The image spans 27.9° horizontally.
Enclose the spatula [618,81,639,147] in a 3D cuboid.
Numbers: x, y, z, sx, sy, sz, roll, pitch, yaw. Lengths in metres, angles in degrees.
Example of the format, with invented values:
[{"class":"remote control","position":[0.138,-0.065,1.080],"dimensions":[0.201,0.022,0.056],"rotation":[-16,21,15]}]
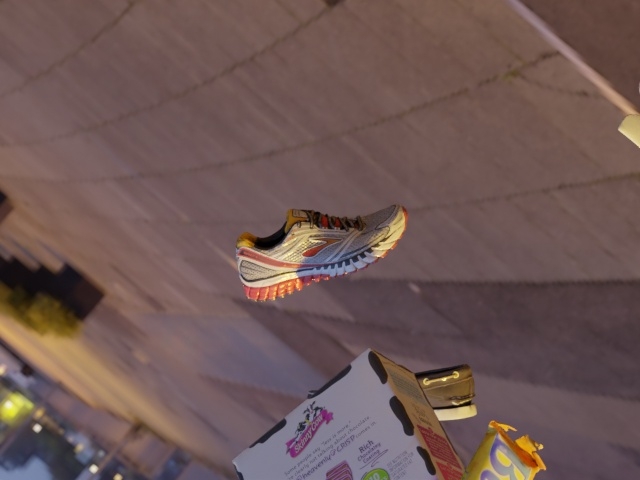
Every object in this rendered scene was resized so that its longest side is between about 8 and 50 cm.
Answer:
[{"class":"spatula","position":[0.489,-0.126,1.621],"dimensions":[0.242,0.168,0.019],"rotation":[36,144,-11]}]

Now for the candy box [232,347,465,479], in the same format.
[{"class":"candy box","position":[0.042,0.223,0.993],"dimensions":[0.071,0.159,0.233],"rotation":[33,-157,-47]}]

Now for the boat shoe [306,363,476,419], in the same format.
[{"class":"boat shoe","position":[0.088,0.195,1.667],"dimensions":[0.228,0.068,0.081],"rotation":[-3,-179,17]}]

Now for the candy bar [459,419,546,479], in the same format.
[{"class":"candy bar","position":[0.061,0.158,0.611],"dimensions":[0.040,0.161,0.018],"rotation":[39,156,-14]}]

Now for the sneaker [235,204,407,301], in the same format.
[{"class":"sneaker","position":[0.000,0.000,1.595],"dimensions":[0.088,0.225,0.092],"rotation":[-100,-10,-74]}]
